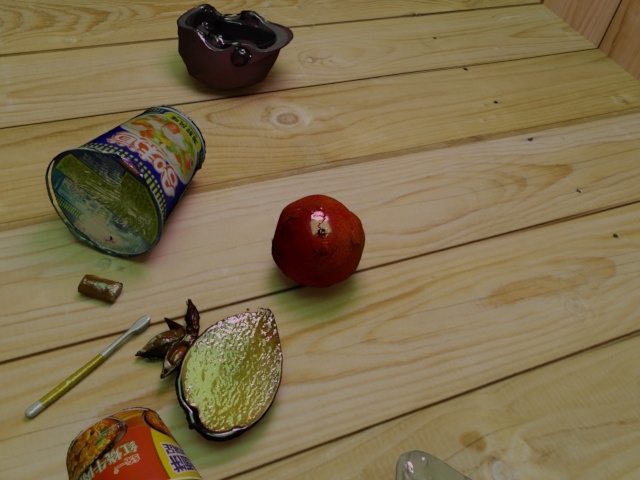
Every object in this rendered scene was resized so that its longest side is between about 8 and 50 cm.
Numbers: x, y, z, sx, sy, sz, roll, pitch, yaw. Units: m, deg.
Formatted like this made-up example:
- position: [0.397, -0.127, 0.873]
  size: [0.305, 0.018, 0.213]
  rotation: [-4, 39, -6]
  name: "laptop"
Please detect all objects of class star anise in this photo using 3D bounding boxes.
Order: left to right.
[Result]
- position: [-0.279, 0.213, 1.230]
  size: [0.157, 0.054, 0.212]
  rotation: [-19, 57, -29]
  name: "star anise"

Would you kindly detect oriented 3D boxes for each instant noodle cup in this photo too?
- position: [-0.297, 0.382, 0.980]
  size: [0.213, 0.213, 0.174]
  rotation: [-21, 46, -26]
  name: "instant noodle cup"
- position: [-0.414, -0.161, 1.432]
  size: [0.284, 0.284, 0.312]
  rotation: [18, 39, 7]
  name: "instant noodle cup"

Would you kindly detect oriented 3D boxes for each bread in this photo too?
- position: [-0.465, 0.101, 1.317]
  size: [0.083, 0.036, 0.047]
  rotation: [16, 55, 3]
  name: "bread"

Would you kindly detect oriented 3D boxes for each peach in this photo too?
- position: [-0.167, 0.249, 1.185]
  size: [0.189, 0.068, 0.279]
  rotation: [34, 54, -1]
  name: "peach"

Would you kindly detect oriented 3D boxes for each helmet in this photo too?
- position: [-0.263, -0.557, 1.854]
  size: [0.338, 0.197, 0.271]
  rotation: [9, 39, -9]
  name: "helmet"

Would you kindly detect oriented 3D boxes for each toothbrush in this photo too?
- position: [-0.440, 0.240, 1.204]
  size: [0.021, 0.024, 0.288]
  rotation: [32, 52, 23]
  name: "toothbrush"

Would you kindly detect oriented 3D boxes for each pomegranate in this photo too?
- position: [0.000, 0.000, 1.380]
  size: [0.210, 0.210, 0.235]
  rotation: [28, 17, 16]
  name: "pomegranate"

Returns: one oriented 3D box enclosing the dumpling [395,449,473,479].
- position: [0.260, 0.513, 0.979]
  size: [0.315, 0.233, 0.395]
  rotation: [21, 22, -34]
  name: "dumpling"
